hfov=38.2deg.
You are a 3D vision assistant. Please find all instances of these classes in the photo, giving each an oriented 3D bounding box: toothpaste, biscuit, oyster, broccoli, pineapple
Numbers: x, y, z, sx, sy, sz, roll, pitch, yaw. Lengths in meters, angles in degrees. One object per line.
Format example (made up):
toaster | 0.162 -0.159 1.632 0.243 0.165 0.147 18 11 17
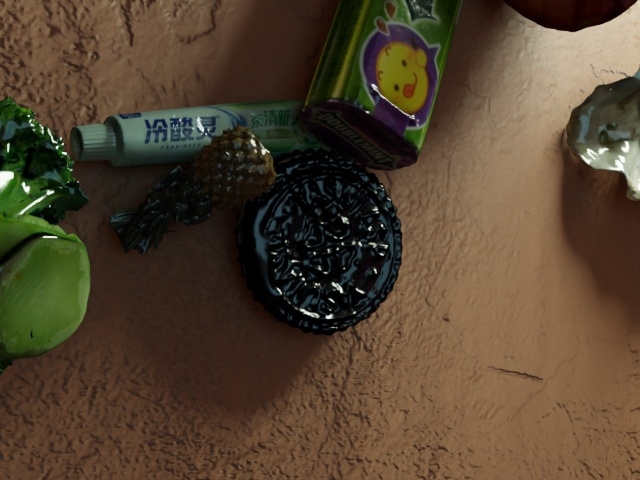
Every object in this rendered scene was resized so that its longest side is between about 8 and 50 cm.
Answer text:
toothpaste | -0.100 -0.106 0.918 0.297 0.048 0.074 -9 87 -35
biscuit | 0.000 0.000 0.943 0.195 0.053 0.194 0 90 -29
oyster | 0.482 -0.182 1.230 0.238 0.115 0.351 41 60 -9
broccoli | -0.280 0.009 0.666 0.297 0.297 0.297 -34 133 -47
pineapple | -0.120 -0.043 0.861 0.159 0.074 0.074 -31 99 -9

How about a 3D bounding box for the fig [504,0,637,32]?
fig | 0.303 -0.385 1.096 0.224 0.224 0.263 -29 115 -30

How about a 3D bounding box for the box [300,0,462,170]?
box | 0.085 -0.256 1.007 0.134 0.097 0.345 30 65 -32
